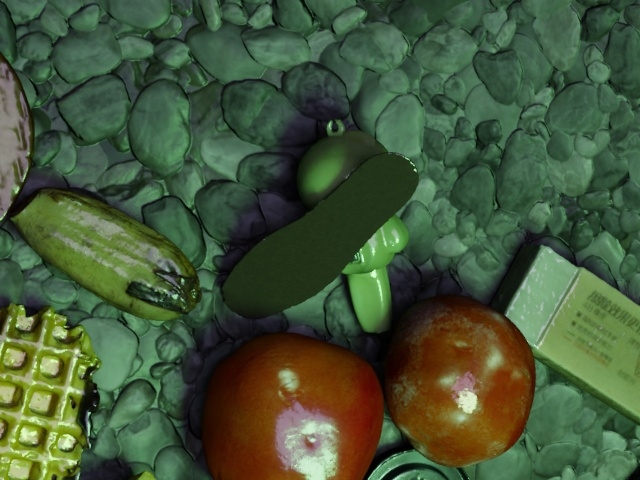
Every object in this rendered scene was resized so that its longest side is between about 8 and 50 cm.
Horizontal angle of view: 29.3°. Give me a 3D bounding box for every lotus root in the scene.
[{"bbox_3d":[-0.266,0.015,1.550,0.258,0.097,0.110,33,75,-10],"label":"lotus root"}]

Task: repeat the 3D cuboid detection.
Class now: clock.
[{"bbox_3d":[0.128,0.378,1.727,0.184,0.040,0.184,-1,94,-18],"label":"clock"}]

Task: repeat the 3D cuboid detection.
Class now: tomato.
[{"bbox_3d":[0.190,0.181,1.640,0.189,0.232,0.232,-5,96,24],"label":"tomato"},{"bbox_3d":[-0.035,0.246,1.594,0.260,0.180,0.259,2,84,-18],"label":"tomato"}]

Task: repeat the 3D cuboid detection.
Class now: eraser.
[{"bbox_3d":[0.408,0.148,1.791,0.343,0.078,0.144,33,82,-16],"label":"eraser"}]

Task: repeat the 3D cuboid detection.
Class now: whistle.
[{"bbox_3d":[0.053,-0.026,1.655,0.141,0.141,0.294,-26,119,-16],"label":"whistle"}]

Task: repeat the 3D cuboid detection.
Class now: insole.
[{"bbox_3d":[0.000,0.000,1.589,0.111,0.007,0.328,40,114,-21],"label":"insole"}]

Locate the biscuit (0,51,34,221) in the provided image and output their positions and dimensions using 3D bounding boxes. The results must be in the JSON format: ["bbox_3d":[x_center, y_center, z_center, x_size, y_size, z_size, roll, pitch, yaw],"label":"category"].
[{"bbox_3d":[-0.507,-0.128,1.488,0.318,0.040,0.318,-1,94,-18],"label":"biscuit"}]

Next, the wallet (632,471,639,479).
[{"bbox_3d":[0.506,0.444,1.772,0.406,0.228,0.062,-43,137,-12],"label":"wallet"}]

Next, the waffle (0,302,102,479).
[{"bbox_3d":[-0.410,0.235,1.529,0.307,0.060,0.312,-18,98,-15],"label":"waffle"}]

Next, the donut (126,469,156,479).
[{"bbox_3d":[-0.198,0.375,1.580,0.181,0.078,0.146,17,120,-11],"label":"donut"}]
